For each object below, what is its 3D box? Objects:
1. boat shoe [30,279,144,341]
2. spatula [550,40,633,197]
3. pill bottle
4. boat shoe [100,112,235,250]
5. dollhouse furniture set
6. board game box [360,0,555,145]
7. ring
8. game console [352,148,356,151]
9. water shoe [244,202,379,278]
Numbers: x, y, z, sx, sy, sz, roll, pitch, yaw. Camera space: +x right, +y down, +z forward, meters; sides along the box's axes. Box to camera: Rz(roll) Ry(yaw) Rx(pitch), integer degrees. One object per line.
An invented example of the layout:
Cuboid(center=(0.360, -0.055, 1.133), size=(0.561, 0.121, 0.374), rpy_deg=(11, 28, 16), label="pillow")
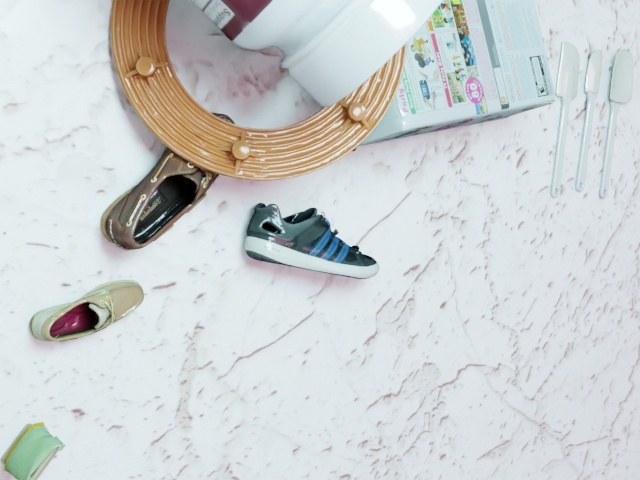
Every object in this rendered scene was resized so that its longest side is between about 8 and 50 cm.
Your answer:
Cuboid(center=(-0.254, 0.083, 1.101), size=(0.135, 0.045, 0.050), rpy_deg=(-25, 111, -30), label="boat shoe")
Cuboid(center=(0.433, -0.187, 1.567), size=(0.168, 0.019, 0.242), rpy_deg=(0, 98, -37), label="spatula")
Cuboid(center=(-0.069, -0.333, 0.963), size=(0.392, 0.224, 0.224), rpy_deg=(43, 72, -13), label="pill bottle")
Cuboid(center=(-0.161, -0.067, 1.128), size=(0.207, 0.073, 0.073), rpy_deg=(-52, 122, -19), label="boat shoe")
Cuboid(center=(-0.350, 0.253, 1.042), size=(0.058, 0.076, 0.152), rpy_deg=(45, 72, -33), label="dollhouse furniture set")
Cuboid(center=(0.156, -0.258, 1.266), size=(0.303, 0.097, 0.224), rpy_deg=(-15, 92, -40), label="board game box")
Cuboid(center=(-0.065, -0.235, 1.100), size=(0.336, 0.032, 0.337), rpy_deg=(0, 88, -10), label="ring")
Cuboid(center=(0.054, -0.194, 1.257), size=(0.107, 0.071, 0.122), rpy_deg=(-27, 115, -8), label="game console")
Cuboid(center=(0.000, 0.000, 1.253), size=(0.203, 0.073, 0.080), rpy_deg=(12, 88, -37), label="water shoe")
